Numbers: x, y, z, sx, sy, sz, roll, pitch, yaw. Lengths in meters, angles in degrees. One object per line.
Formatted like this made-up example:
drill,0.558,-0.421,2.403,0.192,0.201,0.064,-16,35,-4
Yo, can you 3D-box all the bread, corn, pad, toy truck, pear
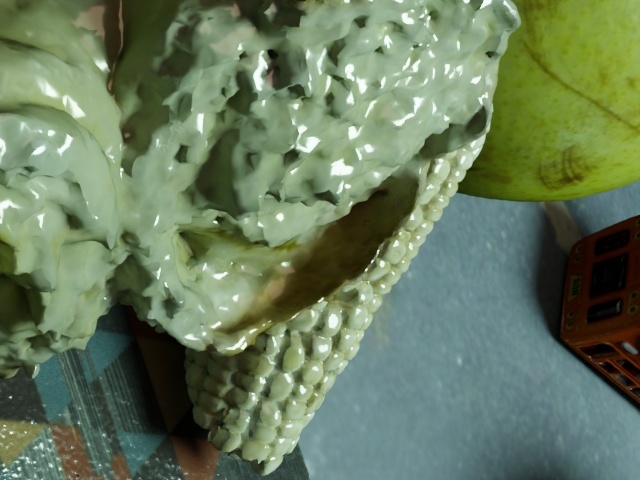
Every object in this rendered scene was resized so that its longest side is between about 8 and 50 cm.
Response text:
bread,-0.106,-0.048,0.464,0.314,0.171,0.192,-27,54,-28
corn,0.000,0.000,0.587,0.087,0.087,0.211,24,101,-40
pad,-0.091,0.078,0.562,0.211,0.003,0.143,-18,88,-50
toy truck,0.283,0.083,0.893,0.253,0.114,0.107,38,49,-30
pear,0.122,-0.154,0.700,0.283,0.283,0.283,22,59,-42
